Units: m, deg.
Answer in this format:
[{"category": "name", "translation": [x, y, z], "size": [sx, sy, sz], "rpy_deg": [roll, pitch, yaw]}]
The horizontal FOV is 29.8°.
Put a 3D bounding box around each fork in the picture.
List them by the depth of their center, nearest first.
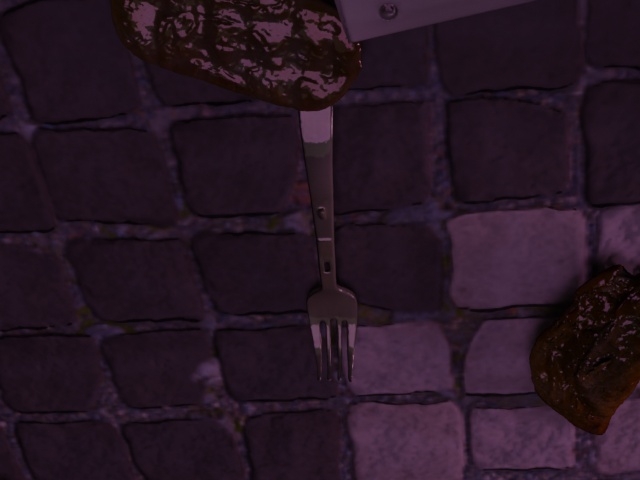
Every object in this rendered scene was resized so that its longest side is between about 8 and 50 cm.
[{"category": "fork", "translation": [0.001, -0.004, 0.757], "size": [0.034, 0.028, 0.219], "rpy_deg": [3, 124, 12]}]

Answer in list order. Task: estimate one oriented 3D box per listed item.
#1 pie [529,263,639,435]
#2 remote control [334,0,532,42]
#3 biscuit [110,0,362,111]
[{"category": "pie", "translation": [0.188, 0.068, 0.787], "size": [0.092, 0.034, 0.170], "rpy_deg": [19, 133, -12]}, {"category": "remote control", "translation": [0.026, -0.230, 0.556], "size": [0.103, 0.055, 0.277], "rpy_deg": [-10, 127, 13]}, {"category": "biscuit", "translation": [-0.048, -0.116, 0.669], "size": [0.147, 0.018, 0.071], "rpy_deg": [19, 125, -4]}]
